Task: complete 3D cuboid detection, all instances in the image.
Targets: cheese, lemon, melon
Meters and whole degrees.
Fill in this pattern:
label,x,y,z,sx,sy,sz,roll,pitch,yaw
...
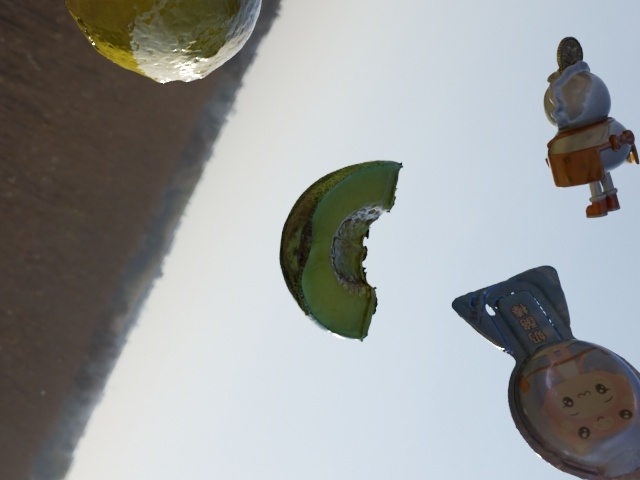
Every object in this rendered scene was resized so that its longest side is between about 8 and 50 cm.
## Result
label,x,y,z,sx,sy,sz,roll,pitch,yaw
cheese,0.228,0.127,0.943,0.052,0.135,0.245,89,-22,-51
lemon,-0.198,-0.331,1.270,0.260,0.260,0.284,-60,169,21
melon,0.000,0.000,1.428,0.129,0.169,0.265,19,-80,43

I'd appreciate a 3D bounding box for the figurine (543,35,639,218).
label,x,y,z,sx,sy,sz,roll,pitch,yaw
figurine,0.403,-0.169,1.517,0.143,0.143,0.271,-89,174,-70
